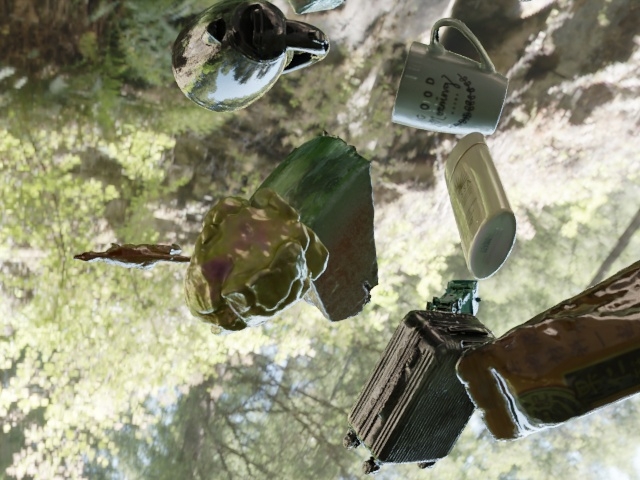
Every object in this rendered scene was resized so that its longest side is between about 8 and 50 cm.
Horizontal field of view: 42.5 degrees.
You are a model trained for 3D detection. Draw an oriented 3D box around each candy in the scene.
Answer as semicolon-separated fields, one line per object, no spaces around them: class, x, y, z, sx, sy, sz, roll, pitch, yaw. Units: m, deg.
candy;0.263;0.102;0.773;0.271;0.143;0.101;-25;-148;-1

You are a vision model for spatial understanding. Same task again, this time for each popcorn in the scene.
popcorn;-0.051;0.022;0.620;0.097;0.089;0.109;26;-109;43

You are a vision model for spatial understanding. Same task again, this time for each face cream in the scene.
face cream;0.324;-0.089;1.706;0.081;0.173;0.348;9;-144;-8

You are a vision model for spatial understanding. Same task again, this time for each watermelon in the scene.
watermelon;-0.014;-0.002;1.275;0.151;0.302;0.264;-18;-160;-19

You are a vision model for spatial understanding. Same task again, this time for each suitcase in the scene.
suitcase;0.183;0.272;1.477;0.202;0.312;0.128;7;-152;-38

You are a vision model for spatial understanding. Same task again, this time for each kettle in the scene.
kettle;-0.126;-0.381;1.624;0.268;0.290;0.207;0;-94;-26

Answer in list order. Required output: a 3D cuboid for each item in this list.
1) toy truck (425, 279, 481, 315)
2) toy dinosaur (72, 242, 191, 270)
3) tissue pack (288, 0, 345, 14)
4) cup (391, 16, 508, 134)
toy truck;0.277;0.142;1.703;0.067;0.081;0.175;-1;-161;30
toy dinosaur;-0.225;0.022;1.080;0.162;0.039;0.126;1;179;27
tissue pack;-0.034;-0.530;1.317;0.311;0.128;0.228;62;-159;-9
cup;0.300;-0.363;1.841;0.234;0.258;0.186;14;-146;6
